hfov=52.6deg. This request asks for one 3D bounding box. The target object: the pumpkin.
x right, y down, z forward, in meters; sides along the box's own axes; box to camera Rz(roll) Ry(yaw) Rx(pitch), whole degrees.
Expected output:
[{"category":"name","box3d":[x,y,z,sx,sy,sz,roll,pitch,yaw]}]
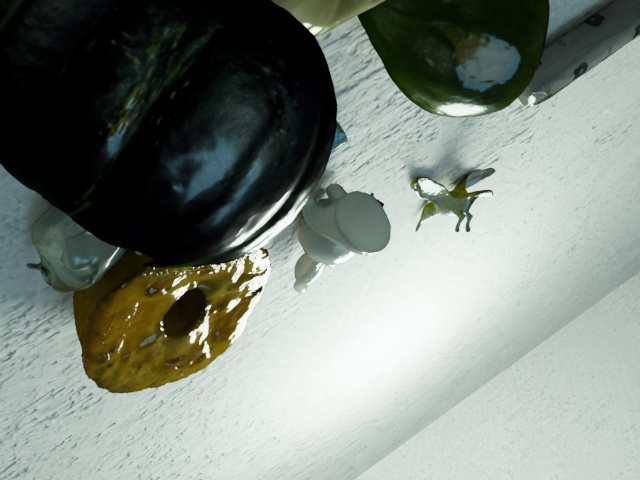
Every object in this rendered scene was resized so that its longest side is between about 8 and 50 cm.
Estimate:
[{"category":"pumpkin","box3d":[-0.110,-0.138,0.478,0.296,0.296,0.295,-28,149,-18]}]

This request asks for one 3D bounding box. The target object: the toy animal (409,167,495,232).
[{"category":"toy animal","box3d":[0.225,-0.054,1.148,0.219,0.095,0.155,-4,131,-44]}]

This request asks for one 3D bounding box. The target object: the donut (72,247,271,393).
[{"category":"donut","box3d":[-0.193,0.067,0.837,0.278,0.108,0.277,-28,148,-19]}]

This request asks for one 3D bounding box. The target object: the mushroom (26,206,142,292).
[{"category":"mushroom","box3d":[-0.200,-0.057,0.684,0.278,0.099,0.096,-45,161,2]}]

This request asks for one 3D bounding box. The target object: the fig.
[{"category":"fig","box3d":[0.139,-0.246,0.737,0.245,0.195,0.195,16,128,-13]}]

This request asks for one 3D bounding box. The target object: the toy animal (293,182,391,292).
[{"category":"toy animal","box3d":[0.002,-0.002,0.999,0.221,0.131,0.103,-36,-162,54]}]

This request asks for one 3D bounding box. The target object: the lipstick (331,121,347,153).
[{"category":"lipstick","box3d":[-0.041,-0.101,0.833,0.158,0.048,0.048,-35,150,-6]}]

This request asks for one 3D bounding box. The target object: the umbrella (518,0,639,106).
[{"category":"umbrella","box3d":[0.447,-0.326,1.033,0.337,0.073,0.067,-34,-178,-8]}]

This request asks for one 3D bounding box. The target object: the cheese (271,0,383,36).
[{"category":"cheese","box3d":[0.015,-0.286,0.569,0.218,0.117,0.235,-7,138,-44]}]
